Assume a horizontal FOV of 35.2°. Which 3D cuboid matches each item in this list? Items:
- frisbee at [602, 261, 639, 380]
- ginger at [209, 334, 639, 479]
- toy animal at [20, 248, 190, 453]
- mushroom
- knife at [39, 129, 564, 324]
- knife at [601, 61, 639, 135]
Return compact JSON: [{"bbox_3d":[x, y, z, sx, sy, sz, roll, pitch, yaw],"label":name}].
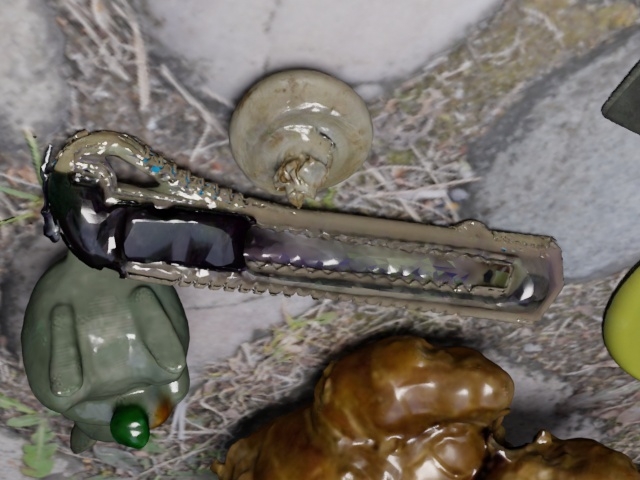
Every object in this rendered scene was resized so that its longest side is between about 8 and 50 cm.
[{"bbox_3d":[0.335,0.052,0.772,0.236,0.017,0.236,-2,138,-2],"label":"frisbee"},{"bbox_3d":[0.105,0.223,0.797,0.357,0.152,0.274,38,108,1],"label":"ginger"},{"bbox_3d":[-0.148,0.088,0.730,0.108,0.138,0.236,-13,165,-11],"label":"toy animal"},{"bbox_3d":[-0.011,-0.053,0.582,0.085,0.079,0.085,-3,132,-3],"label":"mushroom"},{"bbox_3d":[0.001,0.002,0.658,0.365,0.043,0.089,10,107,-16],"label":"knife"},{"bbox_3d":[0.256,-0.138,0.555,0.072,0.019,0.245,21,134,-24],"label":"knife"}]
